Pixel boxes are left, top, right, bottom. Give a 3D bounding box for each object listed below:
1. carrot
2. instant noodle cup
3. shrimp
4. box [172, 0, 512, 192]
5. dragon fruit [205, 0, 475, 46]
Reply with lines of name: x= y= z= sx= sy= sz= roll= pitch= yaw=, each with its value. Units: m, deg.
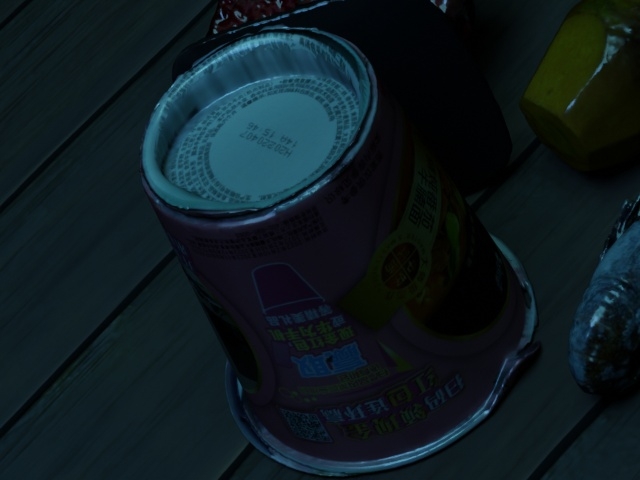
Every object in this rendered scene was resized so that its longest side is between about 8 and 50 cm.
carrot: x=0.272 y=-0.176 z=1.317 sx=0.302 sy=0.114 sz=0.114 roll=-44 pitch=46 yaw=-13
instant noodle cup: x=0.000 y=0.000 z=1.207 sx=0.244 sy=0.255 sz=0.244 roll=-13 pitch=49 yaw=15
shrimp: x=0.238 y=0.010 z=1.201 sx=0.090 sy=0.079 sz=0.233 roll=22 pitch=61 yaw=35
box: x=0.018 y=-0.097 z=1.320 sx=0.212 sy=0.201 sz=0.042 roll=-17 pitch=39 yaw=18
dragon fruit: x=0.045 y=-0.195 z=1.436 sx=0.205 sy=0.152 sz=0.317 roll=22 pitch=94 yaw=29
